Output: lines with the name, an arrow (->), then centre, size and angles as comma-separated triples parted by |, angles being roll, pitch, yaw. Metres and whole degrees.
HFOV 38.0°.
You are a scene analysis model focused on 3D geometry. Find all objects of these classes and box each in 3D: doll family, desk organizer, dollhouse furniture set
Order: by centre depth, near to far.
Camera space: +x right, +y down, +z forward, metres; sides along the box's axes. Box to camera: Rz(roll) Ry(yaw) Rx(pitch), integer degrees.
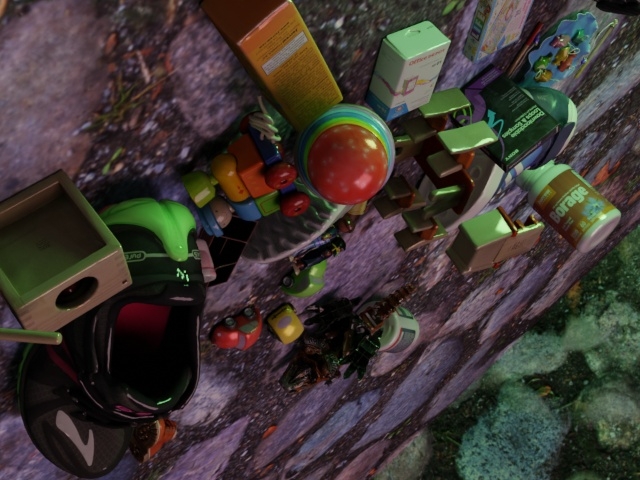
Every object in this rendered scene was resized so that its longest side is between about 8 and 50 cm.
desk organizer -> -0.141, 0.005, 1.331 | 0.047, 0.050, 0.130 | -16, 146, -45
doll family -> 0.000, 0.000, 1.463 | 0.111, 0.076, 0.193 | -22, -165, -1
dollhouse furniture set -> 0.222, -0.078, 1.491 | 0.135, 0.259, 0.262 | -19, 150, -25

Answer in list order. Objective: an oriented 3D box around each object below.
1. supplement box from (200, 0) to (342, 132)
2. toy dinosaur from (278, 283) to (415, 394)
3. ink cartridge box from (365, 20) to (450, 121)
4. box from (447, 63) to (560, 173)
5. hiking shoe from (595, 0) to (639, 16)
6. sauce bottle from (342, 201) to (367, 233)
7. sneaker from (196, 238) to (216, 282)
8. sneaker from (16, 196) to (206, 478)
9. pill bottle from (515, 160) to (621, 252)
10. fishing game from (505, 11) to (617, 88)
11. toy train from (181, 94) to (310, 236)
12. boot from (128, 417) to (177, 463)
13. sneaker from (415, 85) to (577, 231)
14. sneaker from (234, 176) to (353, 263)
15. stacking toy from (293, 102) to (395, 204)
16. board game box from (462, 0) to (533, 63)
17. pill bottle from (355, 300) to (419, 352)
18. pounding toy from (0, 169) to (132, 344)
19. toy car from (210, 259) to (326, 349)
supplement box -> -0.049, -0.213, 1.065 | 0.080, 0.078, 0.233 | -42, 156, 1
toy dinosaur -> 0.045, 0.190, 1.882 | 0.321, 0.164, 0.218 | -58, 173, -8
ink cartridge box -> 0.123, -0.239, 1.316 | 0.089, 0.052, 0.122 | -28, 152, -29
box -> 0.290, -0.199, 1.505 | 0.116, 0.162, 0.029 | -39, 156, -7
hiking shoe -> 0.442, -0.468, 1.391 | 0.132, 0.113, 0.304 | -69, 153, -13
sauce bottle -> 0.055, -0.060, 1.537 | 0.042, 0.042, 0.128 | -29, 156, -27
sneaker -> -0.214, 0.033, 1.284 | 0.134, 0.070, 0.051 | -13, 166, 6
sneaker -> -0.269, 0.167, 1.191 | 0.185, 0.202, 0.482 | -2, 134, -30
pill bottle -> 0.528, -0.085, 2.003 | 0.121, 0.216, 0.121 | -34, 155, -18
fishing game -> 0.427, -0.322, 1.660 | 0.264, 0.041, 0.189 | -11, 143, -46
toy train -> -0.112, -0.092, 1.166 | 0.143, 0.105, 0.248 | -27, 156, -1
boot -> -0.294, 0.338, 1.673 | 0.085, 0.059, 0.158 | -30, 163, -32
sneaker -> 0.339, -0.139, 1.698 | 0.236, 0.130, 0.322 | -1, 134, -46
sneaker -> 0.000, -0.051, 1.387 | 0.281, 0.105, 0.115 | -36, 162, -7
stacking toy -> 0.033, -0.104, 1.141 | 0.141, 0.141, 0.330 | -44, -176, 4
board game box -> 0.276, -0.348, 1.398 | 0.103, 0.026, 0.154 | -30, 154, -25
pill bottle -> 0.151, 0.193, 2.037 | 0.108, 0.108, 0.180 | -47, 156, 11
pounding toy -> -0.312, 0.058, 0.994 | 0.206, 0.181, 0.094 | -33, 155, -20
toy car -> -0.058, 0.112, 1.642 | 0.225, 0.053, 0.239 | -50, 155, 20
